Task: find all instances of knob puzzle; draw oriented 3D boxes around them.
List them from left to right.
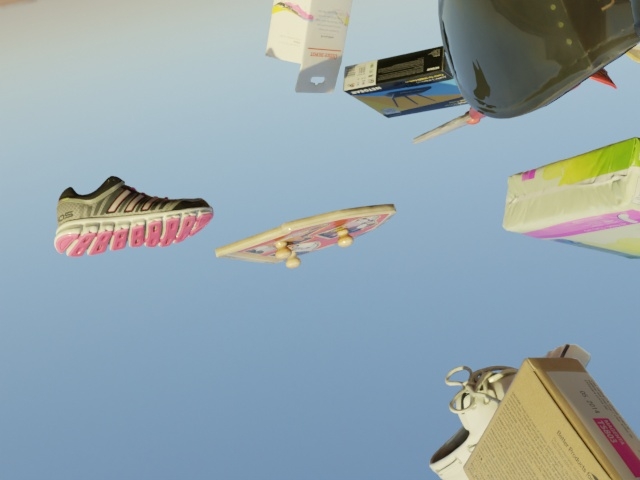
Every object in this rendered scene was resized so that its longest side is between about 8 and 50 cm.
[{"bbox_3d":[0.000,0.000,1.178,0.213,0.029,0.213,-15,170,-3],"label":"knob puzzle"}]

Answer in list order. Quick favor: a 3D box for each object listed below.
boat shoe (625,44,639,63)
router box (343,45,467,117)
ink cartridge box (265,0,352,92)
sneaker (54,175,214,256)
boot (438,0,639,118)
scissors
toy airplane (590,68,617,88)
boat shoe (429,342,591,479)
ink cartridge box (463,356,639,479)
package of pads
[{"bbox_3d":[0.304,-0.202,0.902,0.303,0.098,0.109,-2,-131,2],"label":"boat shoe"},{"bbox_3d":[0.145,-0.241,1.544,0.179,0.046,0.133,-5,164,37],"label":"router box"},{"bbox_3d":[-0.015,-0.314,1.437,0.067,0.198,0.115,17,-165,29],"label":"ink cartridge box"},{"bbox_3d":[-0.197,-0.034,1.046,0.171,0.074,0.063,-9,154,-22],"label":"sneaker"},{"bbox_3d":[0.208,-0.144,0.522,0.229,0.091,0.263,-18,-178,-25],"label":"boot"},{"bbox_3d":[0.179,-0.134,1.062,0.109,0.021,0.297,-12,176,-9],"label":"scissors"},{"bbox_3d":[0.154,-0.157,0.718,0.028,0.151,0.151,-45,-175,24],"label":"toy airplane"},{"bbox_3d":[0.245,0.242,1.446,0.156,0.367,0.136,35,-131,11],"label":"boat shoe"},{"bbox_3d":[0.280,0.279,1.133,0.088,0.193,0.234,4,-144,-28],"label":"ink cartridge box"},{"bbox_3d":[0.418,-0.046,1.338,0.229,0.101,0.296,12,171,-18],"label":"package of pads"}]
